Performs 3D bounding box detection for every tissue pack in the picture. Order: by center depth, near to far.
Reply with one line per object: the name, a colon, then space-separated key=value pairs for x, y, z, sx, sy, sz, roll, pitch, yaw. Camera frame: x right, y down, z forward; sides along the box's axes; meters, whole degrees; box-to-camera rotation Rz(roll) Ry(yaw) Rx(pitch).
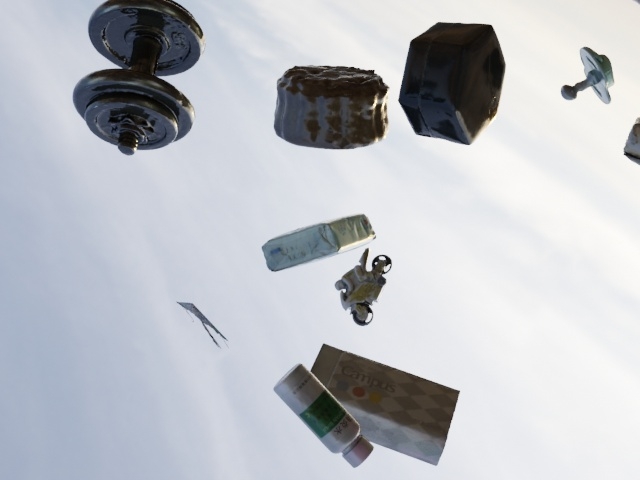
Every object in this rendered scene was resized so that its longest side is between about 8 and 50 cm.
tissue pack: x=0.000 y=0.000 z=1.905 sx=0.263 sy=0.177 sz=0.089 roll=-13 pitch=-94 yaw=-66
tissue pack: x=0.962 y=-0.238 z=2.272 sx=0.256 sy=0.123 sz=0.215 roll=27 pitch=-156 yaw=14

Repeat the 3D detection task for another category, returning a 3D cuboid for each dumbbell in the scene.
dumbbell: x=-0.285 y=-0.266 z=1.320 sx=0.192 sy=0.192 sz=0.290 roll=17 pitch=-118 yaw=-27

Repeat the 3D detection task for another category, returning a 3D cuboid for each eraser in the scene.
eraser: x=0.155 y=0.429 z=2.213 sx=0.396 sy=0.082 sz=0.213 roll=19 pitch=-138 yaw=9

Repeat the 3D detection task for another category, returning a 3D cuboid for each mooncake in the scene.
mooncake: x=0.030 y=-0.368 z=2.255 sx=0.324 sy=0.187 sz=0.324 roll=2 pitch=-158 yaw=-1

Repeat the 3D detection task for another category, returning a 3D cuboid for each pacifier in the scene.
pacifier: x=0.567 y=-0.346 z=1.788 sx=0.150 sy=0.116 sz=0.127 roll=45 pitch=-161 yaw=-58

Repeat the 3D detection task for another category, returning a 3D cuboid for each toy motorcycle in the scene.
toy motorcycle: x=0.118 y=0.131 z=2.432 sx=0.151 sy=0.229 sz=0.074 roll=17 pitch=168 yaw=16

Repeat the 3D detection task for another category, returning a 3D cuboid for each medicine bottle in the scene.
medicine bottle: x=0.010 y=0.400 z=1.890 sx=0.260 sy=0.095 sz=0.095 roll=48 pitch=-155 yaw=-1

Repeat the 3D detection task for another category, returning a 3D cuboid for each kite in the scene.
kite: x=-0.310 y=0.223 z=2.199 sx=0.198 sy=0.244 sz=0.006 roll=31 pitch=-113 yaw=27

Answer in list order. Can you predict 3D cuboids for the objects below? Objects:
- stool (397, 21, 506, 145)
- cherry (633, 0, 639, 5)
stool: x=0.259 y=-0.310 z=1.625 sx=0.141 sy=0.232 sz=0.232 roll=17 pitch=-166 yaw=33
cherry: x=0.797 y=-0.672 z=1.959 sx=0.175 sy=0.250 sz=0.192 roll=7 pitch=-163 yaw=15
